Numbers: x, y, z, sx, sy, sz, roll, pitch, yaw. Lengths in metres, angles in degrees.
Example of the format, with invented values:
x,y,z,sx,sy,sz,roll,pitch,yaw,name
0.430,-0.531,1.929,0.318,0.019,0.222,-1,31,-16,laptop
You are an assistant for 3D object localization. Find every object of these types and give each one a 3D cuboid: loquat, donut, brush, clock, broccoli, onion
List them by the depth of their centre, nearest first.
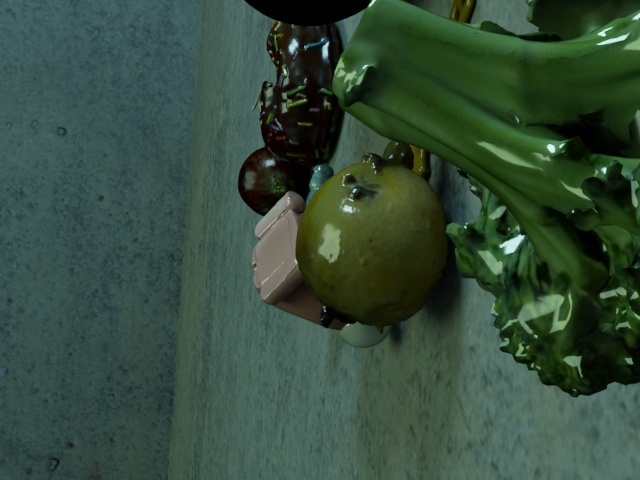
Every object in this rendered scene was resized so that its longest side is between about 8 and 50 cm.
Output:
x,y,z,sx,sy,sz,roll,pitch,yaw,name
0.159,-0.062,0.572,0.260,0.235,0.288,36,120,31,broccoli
0.053,-0.005,1.091,0.172,0.149,0.204,176,108,-81,loquat
0.117,-0.154,1.143,0.103,0.013,0.272,-103,23,-47,brush
0.005,0.043,1.240,0.093,0.162,0.166,-47,30,26,clock
-0.036,-0.216,1.578,0.230,0.096,0.216,112,157,-49,donut
-0.076,-0.093,1.692,0.118,0.119,0.117,-165,75,-75,onion

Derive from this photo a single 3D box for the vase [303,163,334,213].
x,y,z,sx,sy,sz,roll,pitch,yaw,name
0.000,0.000,1.462,0.060,0.060,0.211,147,125,-72,vase

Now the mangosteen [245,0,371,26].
x,y,z,sx,sy,sz,roll,pitch,yaw,name
-0.038,-0.391,1.219,0.275,0.302,0.275,-46,31,40,mangosteen
